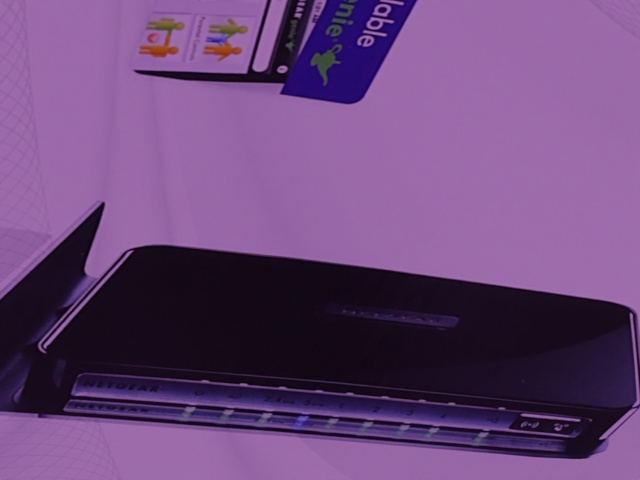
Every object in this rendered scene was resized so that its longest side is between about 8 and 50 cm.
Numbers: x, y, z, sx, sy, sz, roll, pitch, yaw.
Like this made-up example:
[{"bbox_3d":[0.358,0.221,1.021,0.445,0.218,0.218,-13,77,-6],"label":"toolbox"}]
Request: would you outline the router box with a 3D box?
[{"bbox_3d":[0.000,0.000,0.461,0.301,0.082,0.335,7,137,-22],"label":"router box"}]
